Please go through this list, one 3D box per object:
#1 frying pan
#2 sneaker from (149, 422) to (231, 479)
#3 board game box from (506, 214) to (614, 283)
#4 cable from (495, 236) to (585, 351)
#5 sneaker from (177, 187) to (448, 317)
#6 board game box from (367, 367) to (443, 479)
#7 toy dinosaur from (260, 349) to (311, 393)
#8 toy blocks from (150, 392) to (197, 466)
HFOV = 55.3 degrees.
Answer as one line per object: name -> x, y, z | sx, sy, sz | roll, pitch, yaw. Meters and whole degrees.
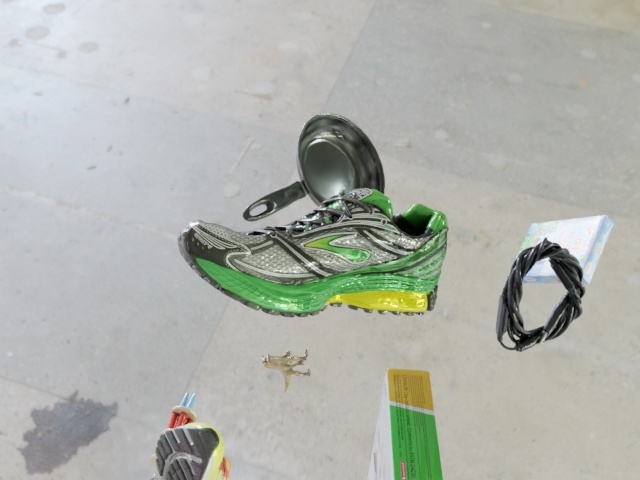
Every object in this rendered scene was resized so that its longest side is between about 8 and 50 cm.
frying pan -> 0.006, -0.077, 1.005 | 0.197, 0.053, 0.326 | 46, 51, -19
sneaker -> -0.149, 0.277, 0.751 | 0.094, 0.208, 0.081 | -11, 57, -37
board game box -> 0.541, 0.024, 1.390 | 0.039, 0.211, 0.160 | 38, 70, -21
cable -> 0.344, 0.083, 0.935 | 0.150, 0.185, 0.047 | -5, 21, -15
sneaker -> 0.000, 0.000, 0.722 | 0.343, 0.146, 0.134 | 2, 19, -29
board game box -> 0.115, 0.381, 0.888 | 0.064, 0.317, 0.242 | 3, 41, 0
toy dinosaur -> -0.068, 0.261, 1.267 | 0.092, 0.183, 0.053 | -10, 56, 10
toy blocks -> -0.236, 0.368, 1.143 | 0.123, 0.054, 0.148 | 36, 39, -16
